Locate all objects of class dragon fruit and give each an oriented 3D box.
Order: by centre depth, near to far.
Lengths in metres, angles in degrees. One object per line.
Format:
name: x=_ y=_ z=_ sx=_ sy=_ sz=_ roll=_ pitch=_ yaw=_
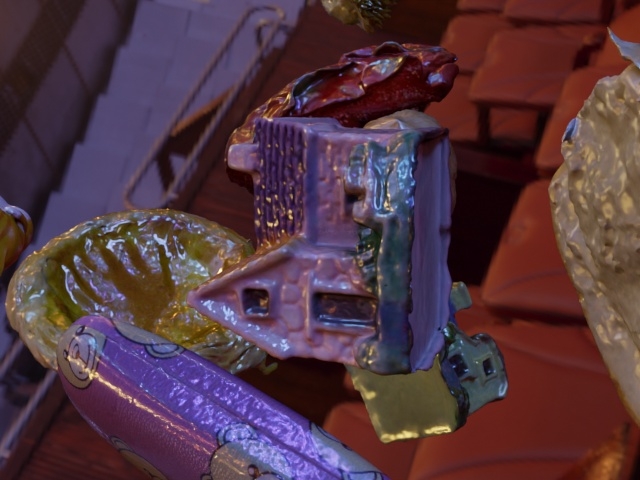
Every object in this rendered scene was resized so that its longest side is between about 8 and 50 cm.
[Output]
dragon fruit: x=0.031 y=-0.224 z=1.640 sx=0.329 sy=0.228 sz=0.286 roll=-47 pitch=24 yaw=47

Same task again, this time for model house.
model house: x=0.000 y=0.000 z=1.135 sx=0.202 sy=0.237 sz=0.237 roll=-39 pitch=-50 yaw=-67
model house: x=0.160 y=0.145 z=1.581 sx=0.189 sy=0.195 sz=0.214 roll=-20 pitch=-95 yaw=-41

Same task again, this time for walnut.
walnut: x=0.107 y=-0.087 z=1.480 sx=0.184 sy=0.155 sz=0.155 roll=74 pitch=-148 yaw=-45

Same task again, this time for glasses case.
glasses case: x=-0.057 y=0.154 z=0.802 sx=0.076 sy=0.316 sz=0.123 roll=-49 pitch=-23 yaw=-33

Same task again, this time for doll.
doll: x=-0.680 y=-0.014 z=2.321 sx=0.162 sy=0.166 sz=0.269 roll=-62 pitch=12 yaw=-5

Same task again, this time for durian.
durian: x=0.019 y=-0.304 z=1.140 sx=0.102 sy=0.208 sz=0.146 roll=-33 pitch=-7 yaw=0

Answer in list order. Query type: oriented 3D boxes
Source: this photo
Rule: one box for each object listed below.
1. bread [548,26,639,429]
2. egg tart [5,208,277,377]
bread: x=0.293 y=0.005 z=0.702 sx=0.225 sy=0.279 sz=0.250 roll=115 pitch=141 yaw=-55
egg tart: x=-0.239 y=0.108 z=1.586 sx=0.388 sy=0.388 sz=0.169 roll=-57 pitch=-17 yaw=-52
